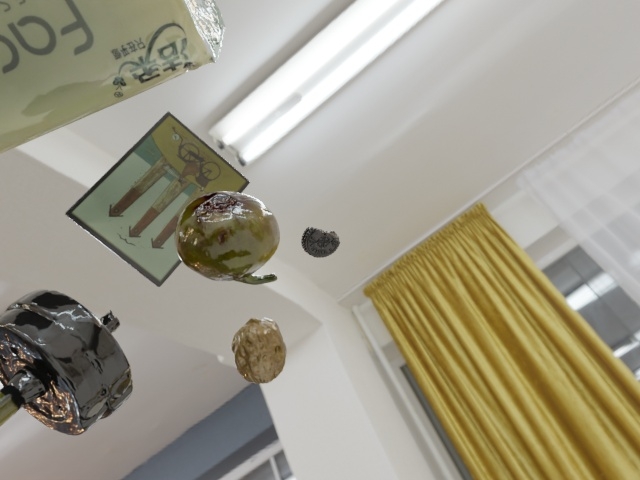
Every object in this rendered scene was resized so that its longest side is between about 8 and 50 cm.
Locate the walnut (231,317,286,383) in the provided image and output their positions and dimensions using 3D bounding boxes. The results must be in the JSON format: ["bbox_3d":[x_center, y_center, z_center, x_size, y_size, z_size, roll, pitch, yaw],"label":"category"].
[{"bbox_3d":[-0.090,0.160,0.757,0.083,0.096,0.079,-12,3,27],"label":"walnut"}]

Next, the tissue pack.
[{"bbox_3d":[-0.375,-0.321,0.655,0.406,0.205,0.331,-20,-57,8],"label":"tissue pack"}]

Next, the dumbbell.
[{"bbox_3d":[-0.364,0.197,0.543,0.388,0.185,0.185,-46,-17,-49],"label":"dumbbell"}]

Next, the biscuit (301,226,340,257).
[{"bbox_3d":[0.000,0.000,1.152,0.087,0.027,0.089,-24,-55,-9],"label":"biscuit"}]

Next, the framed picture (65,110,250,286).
[{"bbox_3d":[-0.343,-0.096,1.133,0.323,0.244,0.013,-54,12,-23],"label":"framed picture"}]

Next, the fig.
[{"bbox_3d":[-0.078,0.006,0.438,0.084,0.082,0.098,-14,-49,-15],"label":"fig"}]
